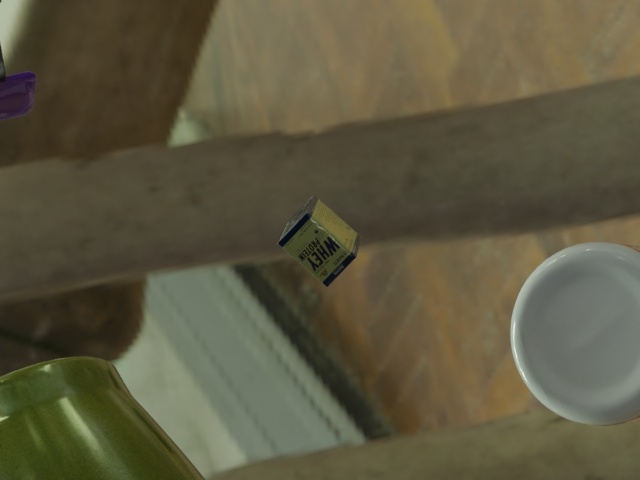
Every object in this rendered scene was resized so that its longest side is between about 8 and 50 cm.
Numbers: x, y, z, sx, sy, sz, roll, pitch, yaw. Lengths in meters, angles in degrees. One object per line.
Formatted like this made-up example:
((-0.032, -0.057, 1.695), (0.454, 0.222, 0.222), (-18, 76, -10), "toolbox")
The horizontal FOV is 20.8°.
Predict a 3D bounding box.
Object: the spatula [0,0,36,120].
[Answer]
((-0.300, -0.192, 1.587), (0.030, 0.084, 0.296), (61, 157, 30), "spatula")

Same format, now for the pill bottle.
((0.390, 0.113, 2.110), (0.210, 0.363, 0.210), (-2, 86, 29), "pill bottle")

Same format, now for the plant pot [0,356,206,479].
((-0.240, 0.320, 1.726), (0.353, 0.366, 0.366), (60, 155, 20), "plant pot")

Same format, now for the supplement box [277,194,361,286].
((0.000, 0.000, 2.172), (0.083, 0.056, 0.083), (41, -163, -7), "supplement box")
